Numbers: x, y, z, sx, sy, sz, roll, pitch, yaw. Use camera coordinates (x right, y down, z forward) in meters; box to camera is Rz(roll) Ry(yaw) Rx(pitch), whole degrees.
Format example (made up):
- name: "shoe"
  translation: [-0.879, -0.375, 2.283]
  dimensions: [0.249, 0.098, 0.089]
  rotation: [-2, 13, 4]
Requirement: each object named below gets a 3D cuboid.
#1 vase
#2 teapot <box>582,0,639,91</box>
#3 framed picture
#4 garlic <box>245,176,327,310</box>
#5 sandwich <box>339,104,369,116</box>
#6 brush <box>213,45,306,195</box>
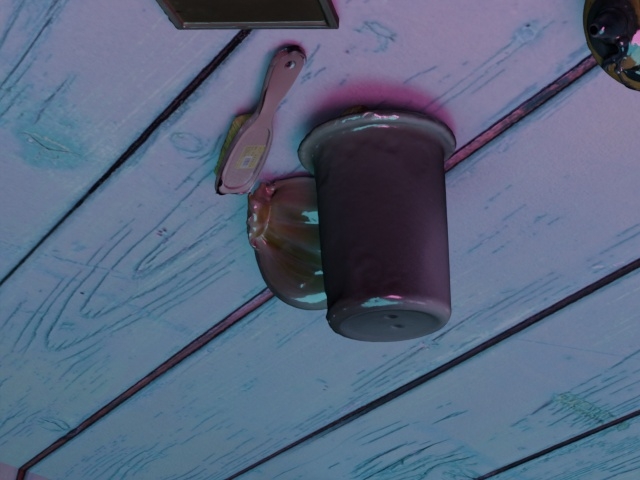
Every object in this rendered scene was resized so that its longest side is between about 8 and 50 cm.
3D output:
- name: "vase"
  translation: [0.087, -0.010, 1.764]
  dimensions: [0.245, 0.291, 0.245]
  rotation: [-1, 159, -1]
- name: "teapot"
  translation: [0.424, -0.275, 1.444]
  dimensions: [0.269, 0.173, 0.182]
  rotation: [-17, 175, -19]
- name: "framed picture"
  translation: [-0.112, -0.324, 1.510]
  dimensions: [0.232, 0.024, 0.315]
  rotation: [1, 170, 9]
- name: "garlic"
  translation: [0.000, 0.000, 1.998]
  dimensions: [0.292, 0.210, 0.237]
  rotation: [20, 110, -10]
- name: "sandwich"
  translation: [0.055, -0.179, 1.779]
  dimensions: [0.031, 0.044, 0.083]
  rotation: [-10, 160, 30]
- name: "brush"
  translation: [-0.099, -0.185, 1.799]
  dimensions: [0.072, 0.067, 0.313]
  rotation: [-10, 147, -31]
